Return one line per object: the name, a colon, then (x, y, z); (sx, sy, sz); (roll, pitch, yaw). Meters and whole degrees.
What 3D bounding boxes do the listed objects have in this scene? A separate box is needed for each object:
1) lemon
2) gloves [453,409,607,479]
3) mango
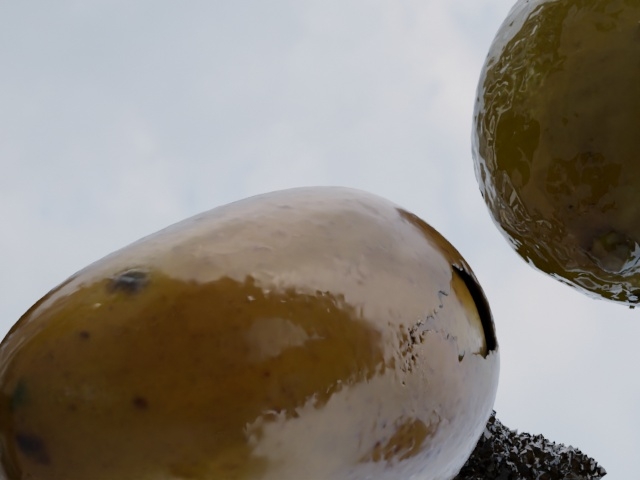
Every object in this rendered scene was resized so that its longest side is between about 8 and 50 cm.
lemon: (0.214, -0.080, 1.101); (0.236, 0.263, 0.236); (32, -34, 25)
gloves: (0.099, 0.189, 1.301); (0.210, 0.135, 0.312); (-15, -64, 37)
mango: (-0.026, 0.060, 0.701); (0.191, 0.290, 0.160); (-27, -103, 21)
